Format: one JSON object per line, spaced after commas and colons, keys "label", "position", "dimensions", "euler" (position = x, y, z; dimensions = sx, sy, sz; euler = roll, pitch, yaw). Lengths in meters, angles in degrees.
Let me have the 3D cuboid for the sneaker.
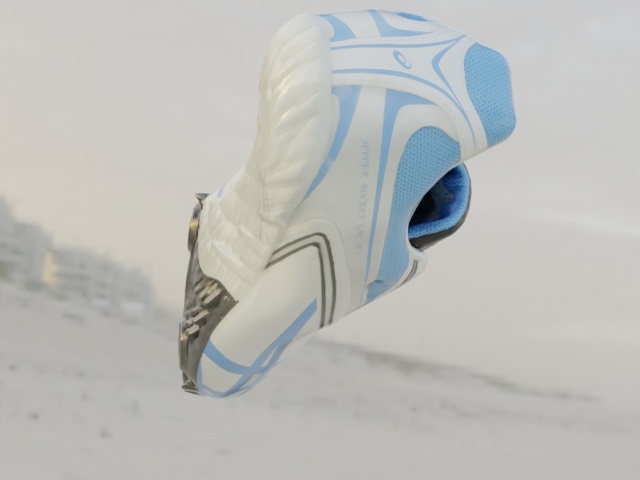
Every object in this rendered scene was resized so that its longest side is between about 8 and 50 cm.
{"label": "sneaker", "position": [0.000, 0.000, 0.647], "dimensions": [0.086, 0.085, 0.237], "euler": [9, -26, -12]}
